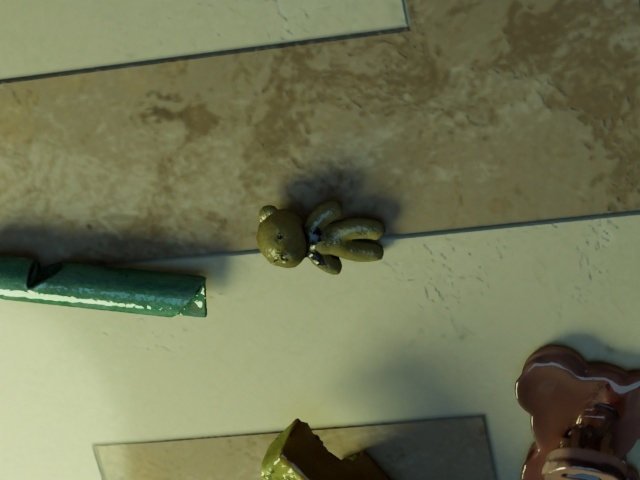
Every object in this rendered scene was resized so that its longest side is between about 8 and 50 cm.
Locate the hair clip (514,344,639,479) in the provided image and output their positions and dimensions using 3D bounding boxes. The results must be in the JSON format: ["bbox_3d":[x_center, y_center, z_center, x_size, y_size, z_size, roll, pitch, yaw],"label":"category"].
[{"bbox_3d":[0.208,0.160,1.465,0.123,0.102,0.138,11,152,8],"label":"hair clip"}]

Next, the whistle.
[{"bbox_3d":[-0.181,0.037,1.471,0.186,0.039,0.039,6,119,9],"label":"whistle"}]

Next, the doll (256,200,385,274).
[{"bbox_3d":[-0.001,-0.004,1.422,0.093,0.051,0.061,-9,119,-17],"label":"doll"}]

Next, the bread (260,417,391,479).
[{"bbox_3d":[0.042,0.231,1.504,0.049,0.088,0.226,-35,105,29],"label":"bread"}]
